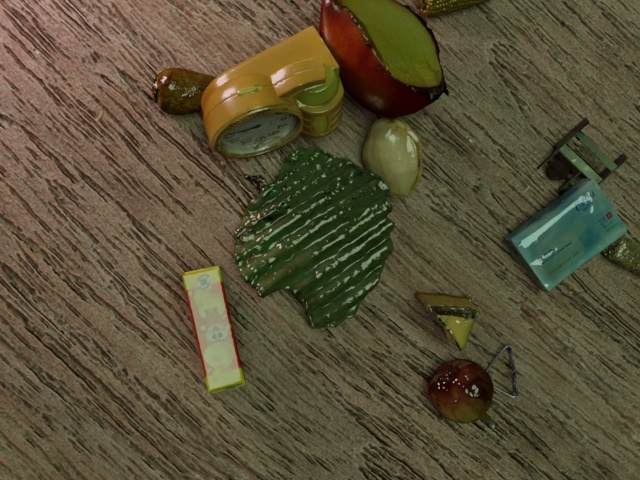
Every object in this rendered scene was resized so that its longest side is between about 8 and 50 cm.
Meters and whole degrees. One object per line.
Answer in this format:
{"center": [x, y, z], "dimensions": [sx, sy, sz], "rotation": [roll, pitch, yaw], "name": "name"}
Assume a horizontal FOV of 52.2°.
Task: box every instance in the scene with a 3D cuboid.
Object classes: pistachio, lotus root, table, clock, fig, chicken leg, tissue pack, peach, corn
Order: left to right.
{"center": [-0.295, -0.350, 1.524], "dimensions": [0.191, 0.094, 0.108], "rotation": [-7, 125, -16], "name": "lotus root"}
{"center": [-0.146, -0.137, 1.580], "dimensions": [0.036, 0.021, 0.083], "rotation": [-43, 96, 7], "name": "chicken leg"}
{"center": [-0.116, -0.312, 1.489], "dimensions": [0.317, 0.244, 0.200], "rotation": [-22, 72, -6], "name": "clock"}
{"center": [0.112, -0.427, 1.524], "dimensions": [0.362, 0.201, 0.257], "rotation": [27, 54, -28], "name": "peach"}
{"center": [0.177, -0.205, 1.599], "dimensions": [0.145, 0.117, 0.200], "rotation": [-2, 116, 28], "name": "pistachio"}
{"center": [0.356, -0.626, 1.661], "dimensions": [0.231, 0.080, 0.080], "rotation": [-16, 91, -13], "name": "corn"}
{"center": [0.362, 0.406, 1.606], "dimensions": [0.160, 0.143, 0.230], "rotation": [-14, 106, 31], "name": "fig"}
{"center": [0.629, -0.013, 1.672], "dimensions": [0.263, 0.089, 0.177], "rotation": [-37, 97, -1], "name": "tissue pack"}
{"center": [0.681, -0.206, 1.712], "dimensions": [0.146, 0.062, 0.175], "rotation": [41, 114, -7], "name": "table"}

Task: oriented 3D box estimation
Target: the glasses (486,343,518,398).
{"center": [0.448, 0.342, 1.677], "dimensions": [0.104, 0.062, 0.139], "rotation": [-10, 90, 11], "name": "glasses"}

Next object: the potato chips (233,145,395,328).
{"center": [0.003, -0.008, 1.560], "dimensions": [0.373, 0.097, 0.389], "rotation": [32, 89, -13], "name": "potato chips"}

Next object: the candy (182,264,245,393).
{"center": [-0.244, 0.196, 1.492], "dimensions": [0.088, 0.146, 0.275], "rotation": [-12, 89, -11], "name": "candy"}

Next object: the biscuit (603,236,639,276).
{"center": [0.840, 0.043, 1.739], "dimensions": [0.169, 0.070, 0.082], "rotation": [26, 93, -11], "name": "biscuit"}

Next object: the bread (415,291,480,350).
{"center": [0.304, 0.184, 1.599], "dimensions": [0.152, 0.147, 0.127], "rotation": [20, 97, -3], "name": "bread"}
